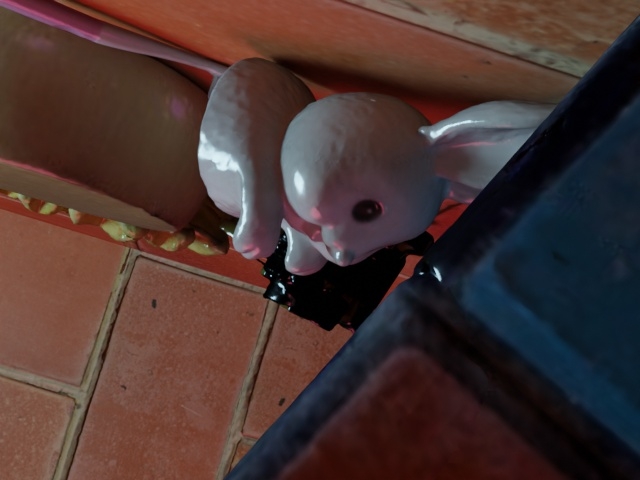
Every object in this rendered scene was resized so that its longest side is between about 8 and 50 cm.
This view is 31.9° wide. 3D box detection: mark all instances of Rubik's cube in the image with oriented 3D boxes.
[{"bbox_3d":[0.170,0.137,0.477,0.313,0.318,0.316,43,-179,18],"label":"Rubik's cube"}]

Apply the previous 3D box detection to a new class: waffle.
[{"bbox_3d":[-0.203,-0.054,1.064,0.261,0.056,0.250,19,-170,-19],"label":"waffle"}]

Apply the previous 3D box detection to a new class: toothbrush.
[{"bbox_3d":[-0.154,-0.132,0.671,0.286,0.025,0.020,20,171,-24],"label":"toothbrush"}]

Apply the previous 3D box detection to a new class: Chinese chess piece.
[{"bbox_3d":[-0.205,-0.088,0.818,0.273,0.102,0.273,15,174,2],"label":"Chinese chess piece"}]

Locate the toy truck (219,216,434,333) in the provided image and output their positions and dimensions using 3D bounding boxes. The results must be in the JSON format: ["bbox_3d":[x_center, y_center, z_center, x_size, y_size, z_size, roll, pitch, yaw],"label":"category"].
[{"bbox_3d":[0.004,0.002,0.985,0.127,0.127,0.257,29,179,24],"label":"toy truck"}]

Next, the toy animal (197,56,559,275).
[{"bbox_3d":[0.047,-0.030,0.619,0.221,0.130,0.103,10,156,27],"label":"toy animal"}]
